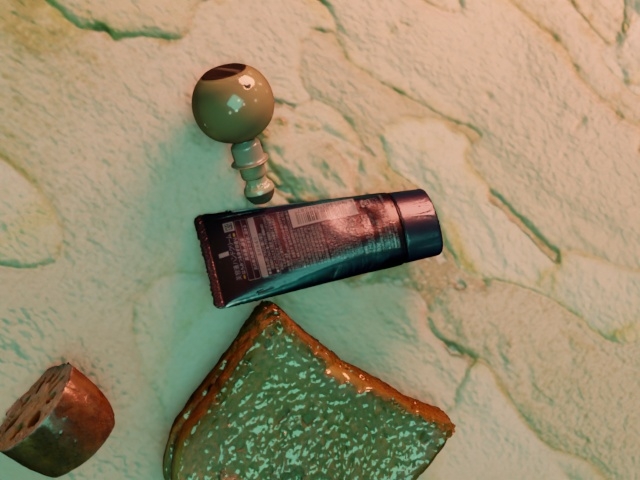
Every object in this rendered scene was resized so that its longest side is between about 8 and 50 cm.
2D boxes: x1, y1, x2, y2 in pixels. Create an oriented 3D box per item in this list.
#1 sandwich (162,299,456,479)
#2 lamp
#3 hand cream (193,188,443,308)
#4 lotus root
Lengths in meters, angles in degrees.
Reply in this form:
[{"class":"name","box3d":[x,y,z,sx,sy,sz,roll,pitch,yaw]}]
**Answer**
[{"class":"sandwich","box3d":[-0.026,0.235,1.440,0.273,0.095,0.249,34,91,-15]},{"class":"lamp","box3d":[-0.085,-0.114,1.401,0.091,0.091,0.163,-22,117,-10]},{"class":"hand cream","box3d":[0.000,0.000,1.427,0.271,0.061,0.120,-10,65,-14]},{"class":"lotus root","box3d":[-0.288,0.200,1.361,0.081,0.122,0.112,49,59,-20]}]
